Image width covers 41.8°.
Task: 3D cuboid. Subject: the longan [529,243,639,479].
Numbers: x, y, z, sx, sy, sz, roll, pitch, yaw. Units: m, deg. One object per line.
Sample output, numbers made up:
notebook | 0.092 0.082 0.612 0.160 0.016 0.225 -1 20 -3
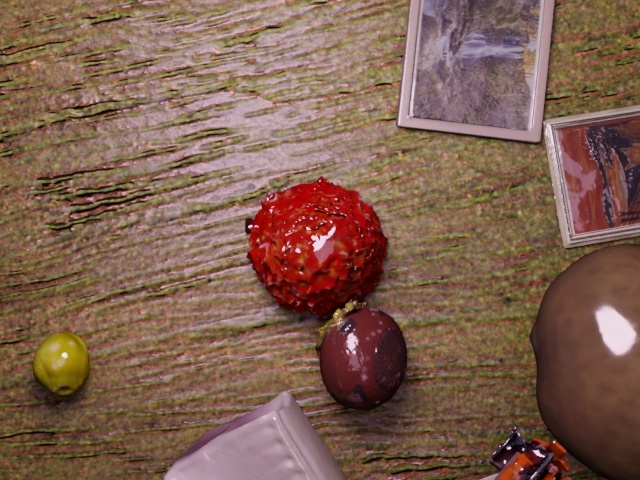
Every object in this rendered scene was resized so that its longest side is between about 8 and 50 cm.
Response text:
longan | 0.457 0.180 1.220 0.288 0.288 0.350 -8 83 -3

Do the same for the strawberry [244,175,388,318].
strawberry | 0.000 0.000 1.252 0.234 0.178 0.234 1 82 -7

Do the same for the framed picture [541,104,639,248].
framed picture | 0.507 -0.112 1.357 0.273 0.016 0.216 -10 88 -3

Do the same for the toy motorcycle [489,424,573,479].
toy motorcycle | 0.241 0.430 1.225 0.148 0.221 0.326 41 81 19

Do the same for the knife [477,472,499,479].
knife | 0.284 0.386 1.321 0.162 0.023 0.044 -13 94 -4

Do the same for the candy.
candy | -0.045 0.420 1.229 0.208 0.145 0.359 -34 89 10

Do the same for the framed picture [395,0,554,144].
framed picture | 0.254 -0.327 1.351 0.240 0.020 0.324 8 87 -3

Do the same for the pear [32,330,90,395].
pear | -0.393 0.184 1.269 0.092 0.092 0.097 -9 46 -3

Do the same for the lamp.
lamp | 0.056 0.176 1.268 0.135 0.156 0.157 -3 66 37
